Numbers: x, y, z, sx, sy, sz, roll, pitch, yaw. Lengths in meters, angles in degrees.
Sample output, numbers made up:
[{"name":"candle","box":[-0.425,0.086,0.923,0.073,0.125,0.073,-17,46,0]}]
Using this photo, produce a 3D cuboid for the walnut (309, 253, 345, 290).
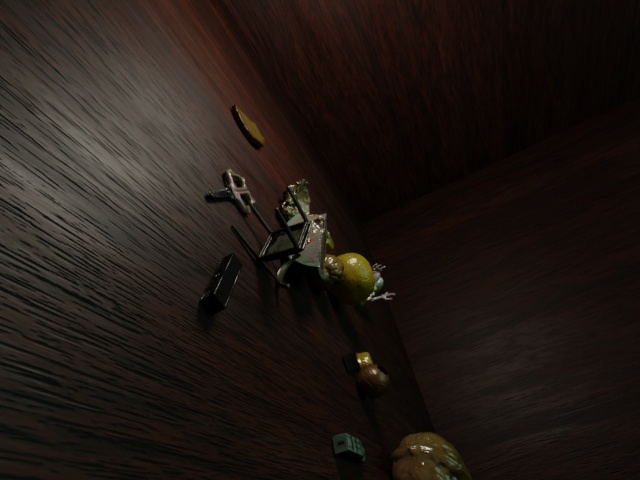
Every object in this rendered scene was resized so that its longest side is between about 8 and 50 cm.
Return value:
[{"name":"walnut","box":[0.029,0.135,1.679,0.155,0.156,0.184,68,13,16]}]

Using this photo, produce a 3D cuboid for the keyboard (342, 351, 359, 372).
[{"name":"keyboard","box":[0.127,0.507,1.673,0.196,0.015,0.074,30,41,-70]}]

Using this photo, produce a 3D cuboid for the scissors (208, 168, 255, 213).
[{"name":"scissors","box":[-0.275,-0.149,1.232,0.317,0.024,0.160,-43,109,-78]}]

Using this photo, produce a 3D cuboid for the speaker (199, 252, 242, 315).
[{"name":"speaker","box":[-0.224,0.093,0.921,0.046,0.040,0.191,58,14,-21]}]

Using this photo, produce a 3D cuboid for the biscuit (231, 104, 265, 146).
[{"name":"biscuit","box":[-0.314,-0.495,1.747,0.228,0.031,0.176,55,15,-34]}]

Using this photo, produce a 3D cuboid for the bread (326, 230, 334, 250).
[{"name":"bread","box":[0.000,0.000,1.897,0.111,0.114,0.129,41,26,-64]}]

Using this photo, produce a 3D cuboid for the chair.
[{"name":"chair","box":[-0.115,-0.002,1.246,0.272,0.166,0.188,62,22,-26]}]

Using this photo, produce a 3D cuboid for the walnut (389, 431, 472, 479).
[{"name":"walnut","box":[0.406,0.882,1.482,0.344,0.306,0.306,54,14,-16]}]

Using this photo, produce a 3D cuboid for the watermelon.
[{"name":"watermelon","box":[-0.041,0.034,1.492,0.224,0.180,0.305,30,36,-21]}]

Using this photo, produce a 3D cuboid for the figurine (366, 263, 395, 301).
[{"name":"figurine","box":[0.279,0.246,2.283,0.206,0.284,0.316,63,23,-1]}]

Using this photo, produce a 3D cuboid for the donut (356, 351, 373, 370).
[{"name":"donut","box":[0.206,0.563,1.768,0.152,0.058,0.151,-19,90,-84]}]

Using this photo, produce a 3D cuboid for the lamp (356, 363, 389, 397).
[{"name":"lamp","box":[0.214,0.572,1.634,0.136,0.136,0.136,60,13,-23]}]

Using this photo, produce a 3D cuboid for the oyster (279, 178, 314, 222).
[{"name":"oyster","box":[-0.094,-0.145,1.747,0.337,0.133,0.197,-78,143,-67]}]

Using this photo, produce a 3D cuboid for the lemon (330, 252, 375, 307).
[{"name":"lemon","box":[0.141,0.185,1.874,0.228,0.229,0.253,-47,118,-77]}]

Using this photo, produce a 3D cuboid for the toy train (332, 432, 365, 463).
[{"name":"toy train","box":[0.104,0.636,1.218,0.234,0.051,0.052,52,21,-47]}]
